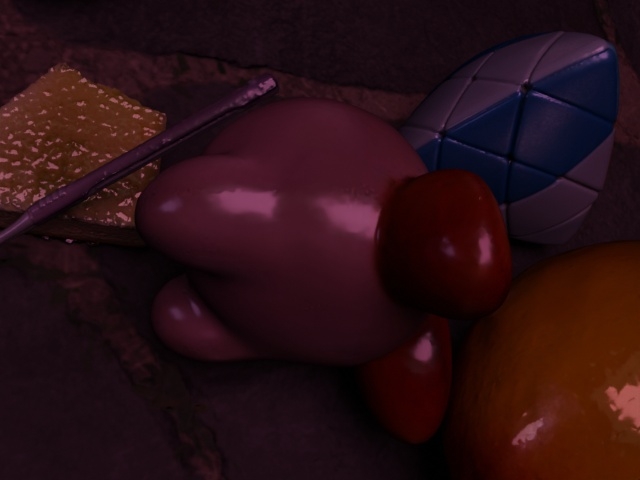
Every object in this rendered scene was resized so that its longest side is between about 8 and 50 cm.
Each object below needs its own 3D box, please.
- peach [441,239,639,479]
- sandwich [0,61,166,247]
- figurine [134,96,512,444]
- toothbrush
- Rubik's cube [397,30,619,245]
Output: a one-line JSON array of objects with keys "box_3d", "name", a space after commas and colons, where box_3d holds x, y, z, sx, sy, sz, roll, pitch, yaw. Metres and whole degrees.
[{"box_3d": [0.255, 0.141, 0.599, 0.307, 0.289, 0.289, -20, 78, 6], "name": "peach"}, {"box_3d": [-0.232, -0.084, 0.588, 0.193, 0.058, 0.163, 8, 67, -19], "name": "sandwich"}, {"box_3d": [0.009, -0.002, 0.564, 0.261, 0.270, 0.211, 15, 50, 8], "name": "figurine"}, {"box_3d": [-0.190, -0.041, 0.524, 0.354, 0.024, 0.029, -30, 104, -4], "name": "toothbrush"}, {"box_3d": [0.182, -0.077, 0.733, 0.254, 0.254, 0.255, 8, 68, -21], "name": "Rubik's cube"}]
